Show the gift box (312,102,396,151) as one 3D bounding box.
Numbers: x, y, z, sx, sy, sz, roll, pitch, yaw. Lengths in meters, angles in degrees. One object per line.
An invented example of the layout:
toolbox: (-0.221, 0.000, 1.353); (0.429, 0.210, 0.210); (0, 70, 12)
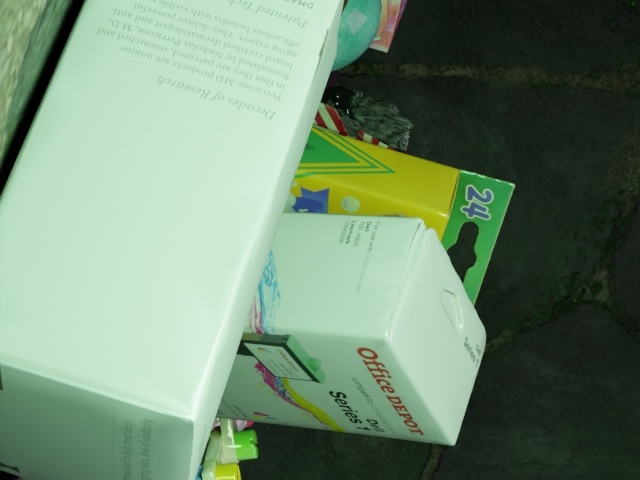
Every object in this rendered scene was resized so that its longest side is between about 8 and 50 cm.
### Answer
gift box: (-0.023, -0.009, 1.900); (0.258, 0.276, 0.255); (-47, 159, -52)

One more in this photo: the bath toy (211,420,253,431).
bath toy: (-0.169, 0.321, 2.007); (0.151, 0.129, 0.348); (50, -44, 44)

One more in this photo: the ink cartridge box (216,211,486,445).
ink cartridge box: (-0.021, 0.073, 1.343); (0.201, 0.278, 0.117); (57, 43, -51)

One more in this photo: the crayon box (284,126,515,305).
crayon box: (0.000, 0.000, 1.474); (0.083, 0.323, 0.203); (-71, 176, -51)

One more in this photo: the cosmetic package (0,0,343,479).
cosmetic package: (-0.098, -0.040, 0.995); (0.217, 0.156, 0.385); (105, 1, -65)

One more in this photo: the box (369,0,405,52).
box: (0.060, -0.398, 2.312); (0.300, 0.154, 0.142); (-72, 177, -68)

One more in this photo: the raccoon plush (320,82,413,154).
raccoon plush: (0.005, -0.023, 2.207); (0.446, 0.216, 0.299); (-106, -152, -59)

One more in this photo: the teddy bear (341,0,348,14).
teddy bear: (-0.027, -0.276, 1.559); (0.338, 0.113, 0.245); (-65, 179, -63)

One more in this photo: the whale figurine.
whale figurine: (0.017, -0.333, 1.871); (0.216, 0.141, 0.272); (-58, 163, -80)

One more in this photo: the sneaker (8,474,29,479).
sneaker: (-0.194, 0.204, 1.079); (0.161, 0.102, 0.282); (96, 10, -59)

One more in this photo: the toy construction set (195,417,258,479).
toy construction set: (-0.129, 0.161, 1.616); (0.327, 0.151, 0.215); (134, -52, -79)
